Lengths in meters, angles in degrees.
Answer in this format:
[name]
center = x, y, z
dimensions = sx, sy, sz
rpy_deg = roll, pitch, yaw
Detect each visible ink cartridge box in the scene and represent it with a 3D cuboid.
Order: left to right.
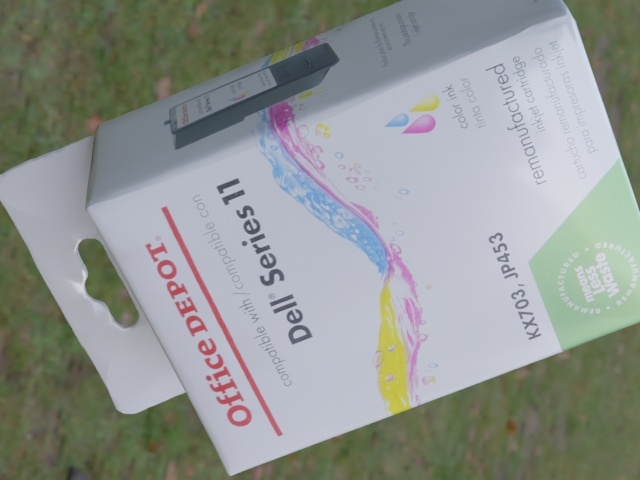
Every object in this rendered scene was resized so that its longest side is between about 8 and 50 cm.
[ink cartridge box]
center = 0.000, 0.000, 0.908
dimensions = 0.119, 0.353, 0.207
rpy_deg = -99, 165, -62
